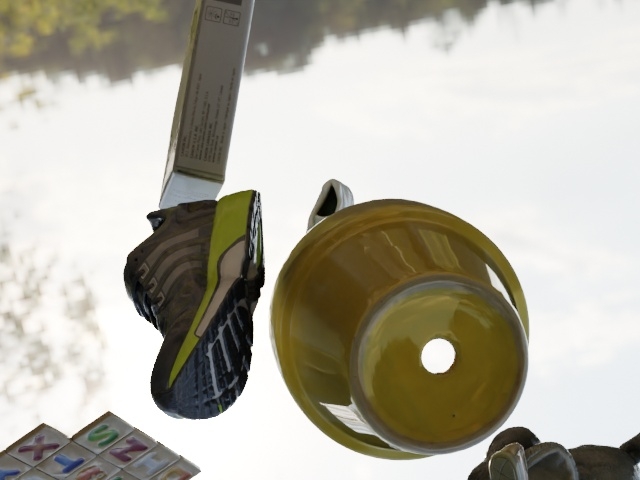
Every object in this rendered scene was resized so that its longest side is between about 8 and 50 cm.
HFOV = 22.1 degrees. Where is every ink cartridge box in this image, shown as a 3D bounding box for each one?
[{"bbox_3d":[-0.127,-0.156,1.768,0.060,0.275,0.239,12,161,-10],"label":"ink cartridge box"}]

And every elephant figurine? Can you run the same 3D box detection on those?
[{"bbox_3d":[0.243,0.290,1.890,0.239,0.169,0.186,24,-131,-15],"label":"elephant figurine"}]

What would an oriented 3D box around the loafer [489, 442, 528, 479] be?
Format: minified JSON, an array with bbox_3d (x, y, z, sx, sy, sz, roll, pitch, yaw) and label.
[{"bbox_3d":[0.198,0.265,1.653,0.045,0.125,0.039,7,-157,33],"label":"loafer"}]

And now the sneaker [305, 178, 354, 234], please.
[{"bbox_3d":[0.000,0.000,1.891,0.054,0.152,0.061,8,169,13],"label":"sneaker"}]

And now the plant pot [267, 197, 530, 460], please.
[{"bbox_3d":[0.088,0.094,1.536,0.254,0.254,0.239,-13,-173,-7],"label":"plant pot"}]

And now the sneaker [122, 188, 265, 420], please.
[{"bbox_3d":[-0.124,0.060,1.501,0.121,0.111,0.300,-3,-149,9],"label":"sneaker"}]

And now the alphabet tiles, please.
[{"bbox_3d":[-0.314,0.328,2.026,0.285,0.342,0.011,-35,-125,7],"label":"alphabet tiles"}]
